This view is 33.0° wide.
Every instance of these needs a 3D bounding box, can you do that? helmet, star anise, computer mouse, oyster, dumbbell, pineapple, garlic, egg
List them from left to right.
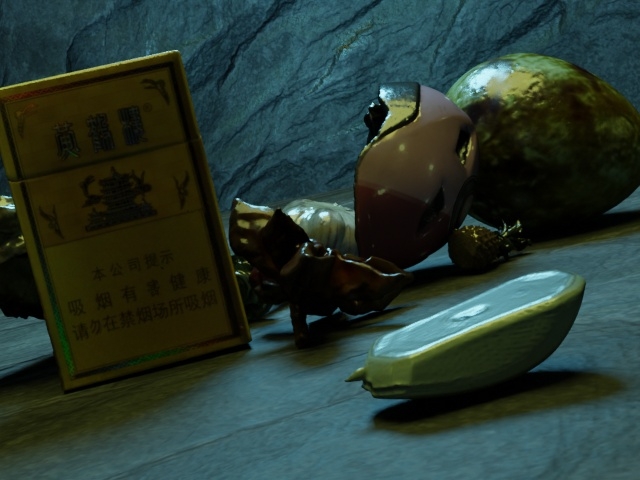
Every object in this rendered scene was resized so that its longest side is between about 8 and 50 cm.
[{"bbox_3d":[-0.269,0.029,1.204,0.221,0.096,0.361,-41,-39,14],"label":"oyster"},{"bbox_3d":[-0.061,0.042,1.281,0.081,0.081,0.254,-9,5,28],"label":"dumbbell"},{"bbox_3d":[-0.013,0.033,1.093,0.196,0.111,0.212,31,9,32],"label":"star anise"},{"bbox_3d":[0.000,0.000,1.472,0.147,0.102,0.159,0,11,-29],"label":"garlic"},{"bbox_3d":[0.116,-0.070,1.295,0.154,0.253,0.198,-1,-32,2],"label":"helmet"},{"bbox_3d":[0.105,0.076,0.749,0.182,0.056,0.089,-22,6,-9],"label":"computer mouse"},{"bbox_3d":[0.206,0.002,1.265,0.124,0.058,0.058,-12,4,-39],"label":"pineapple"},{"bbox_3d":[0.289,-0.125,1.432,0.289,0.238,0.238,12,15,23],"label":"egg"}]

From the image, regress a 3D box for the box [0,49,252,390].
[{"bbox_3d":[-0.200,-0.022,1.085,0.193,0.301,0.084,-14,4,-10],"label":"box"}]
